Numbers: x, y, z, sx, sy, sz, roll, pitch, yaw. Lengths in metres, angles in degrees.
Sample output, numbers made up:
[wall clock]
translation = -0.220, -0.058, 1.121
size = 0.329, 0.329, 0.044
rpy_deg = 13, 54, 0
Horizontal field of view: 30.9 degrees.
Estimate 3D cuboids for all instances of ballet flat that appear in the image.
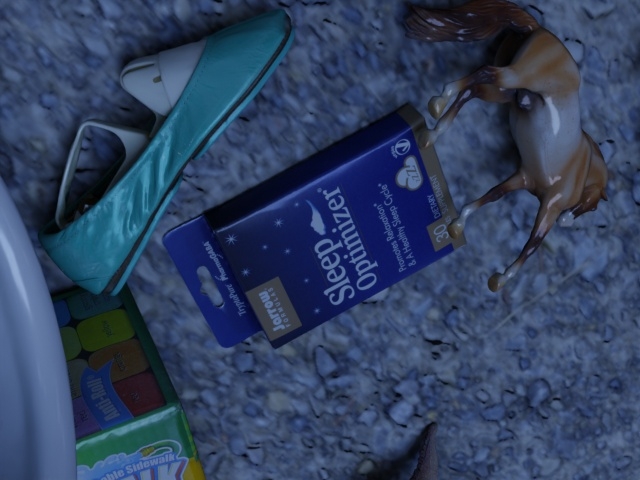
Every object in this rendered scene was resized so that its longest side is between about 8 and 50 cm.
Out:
[ballet flat]
translation = -0.118, -0.074, 0.809
size = 0.087, 0.083, 0.247
rpy_deg = 33, 101, -18

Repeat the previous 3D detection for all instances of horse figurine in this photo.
[horse figurine]
translation = 0.158, -0.088, 0.919
size = 0.174, 0.066, 0.263
rpy_deg = -38, 122, -22

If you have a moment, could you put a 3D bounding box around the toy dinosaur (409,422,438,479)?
[toy dinosaur]
translation = 0.046, 0.324, 1.109
size = 0.200, 0.127, 0.296
rpy_deg = 6, 112, -20

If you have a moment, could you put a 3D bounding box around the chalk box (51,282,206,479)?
[chalk box]
translation = -0.188, 0.155, 0.854
size = 0.179, 0.180, 0.289
rpy_deg = -19, 127, -12

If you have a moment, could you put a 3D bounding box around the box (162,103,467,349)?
[box]
translation = 0.000, 0.000, 0.934
size = 0.225, 0.036, 0.136
rpy_deg = -28, 127, -5

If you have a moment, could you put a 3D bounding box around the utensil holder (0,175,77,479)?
[utensil holder]
translation = -0.369, 0.106, 0.592
size = 0.385, 0.328, 0.328
rpy_deg = -14, 127, 9
